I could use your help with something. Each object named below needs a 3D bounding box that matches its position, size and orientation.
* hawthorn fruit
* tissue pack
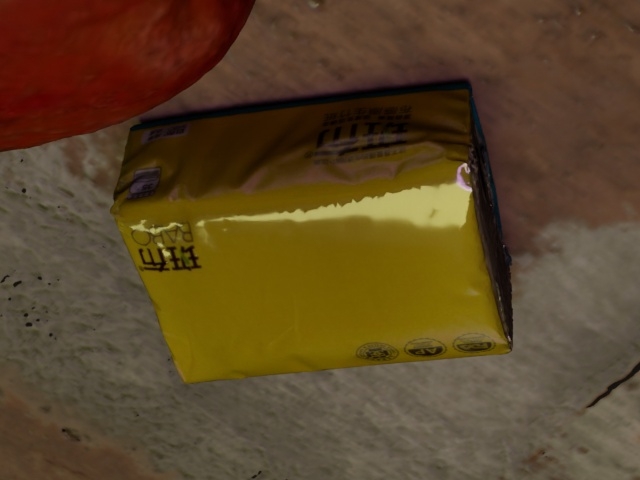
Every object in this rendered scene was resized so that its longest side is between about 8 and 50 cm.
[{"bbox_3d":[-0.114,-0.127,0.635,0.251,0.189,0.189,-8,131,-1],"label":"hawthorn fruit"},{"bbox_3d":[0.000,0.000,0.786,0.169,0.082,0.120,-6,129,15],"label":"tissue pack"}]
